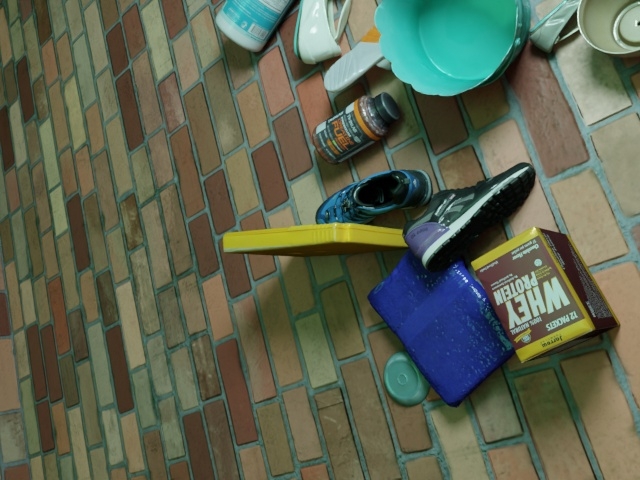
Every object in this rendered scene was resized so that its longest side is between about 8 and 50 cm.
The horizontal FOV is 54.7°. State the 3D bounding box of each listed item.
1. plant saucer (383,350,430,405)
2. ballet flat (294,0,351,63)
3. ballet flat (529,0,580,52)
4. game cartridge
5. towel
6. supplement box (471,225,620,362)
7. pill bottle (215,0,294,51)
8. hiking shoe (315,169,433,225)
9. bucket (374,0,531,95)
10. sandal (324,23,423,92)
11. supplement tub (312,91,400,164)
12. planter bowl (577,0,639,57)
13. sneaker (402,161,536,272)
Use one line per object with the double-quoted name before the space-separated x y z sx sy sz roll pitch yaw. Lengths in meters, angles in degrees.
"plant saucer" 0.183 0.302 1.350 0.119 0.021 0.119 -3 86 38
"ballet flat" 0.016 -0.629 1.497 0.139 0.139 0.400 6 94 38
"ballet flat" 0.486 -0.443 1.152 0.068 0.072 0.213 44 116 2
"game cartridge" 0.000 0.000 1.348 0.324 0.285 0.052 -7 83 37
"towel" 0.256 0.157 1.277 0.227 0.076 0.308 -51 57 27
"supplement box" 0.397 0.094 1.089 0.129 0.194 0.191 -35 67 30
"pill bottle" -0.147 -0.633 1.596 0.264 0.146 0.146 -50 60 23
"hiking shoe" 0.092 -0.096 1.379 0.304 0.132 0.113 -21 74 35
"bucket" 0.264 -0.420 1.195 0.281 0.183 0.281 11 112 30
"sandal" 0.127 -0.419 1.409 0.265 0.076 0.102 -34 53 16
"supplement tub" 0.083 -0.260 1.416 0.198 0.106 0.106 -28 70 33
"planter bowl" 0.541 -0.386 1.066 0.162 0.109 0.162 -4 84 37
"sneaker" 0.282 -0.075 1.215 0.283 0.107 0.124 -39 55 4
